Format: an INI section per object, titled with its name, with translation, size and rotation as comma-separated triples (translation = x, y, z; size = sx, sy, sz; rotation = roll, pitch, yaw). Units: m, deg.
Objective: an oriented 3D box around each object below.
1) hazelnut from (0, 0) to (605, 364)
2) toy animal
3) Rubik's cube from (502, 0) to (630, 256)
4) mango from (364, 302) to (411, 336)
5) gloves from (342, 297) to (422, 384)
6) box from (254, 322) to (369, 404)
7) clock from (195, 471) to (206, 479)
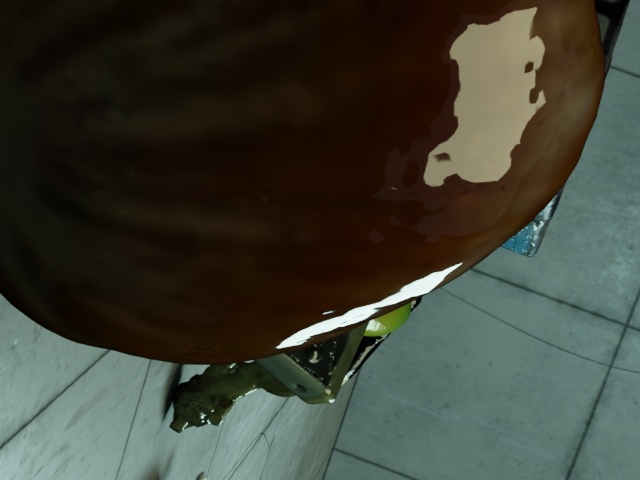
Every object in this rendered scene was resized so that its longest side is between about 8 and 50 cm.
[hazelnut]
translation = -0.031, -0.105, 0.868
size = 0.372, 0.315, 0.372
rotation = -24, 123, -44
[toy animal]
translation = -0.070, 0.140, 1.697
size = 0.086, 0.220, 0.069
rotation = -8, 81, -66
[Rubik's cube]
translation = 0.204, -0.209, 2.164
size = 0.305, 0.301, 0.303
rotation = 96, 16, -59
[mango]
translation = 0.038, 0.039, 2.108
size = 0.137, 0.091, 0.237
rotation = -48, 125, -30
[gloves]
translation = 0.029, 0.095, 2.281
size = 0.301, 0.152, 0.197
rotation = -52, 138, -31
[box]
translation = -0.015, -0.005, 1.637
size = 0.045, 0.211, 0.270
rotation = -15, -140, 49
[clock]
translation = -0.170, 0.335, 1.828
size = 0.191, 0.062, 0.151
rotation = -54, 162, -65
